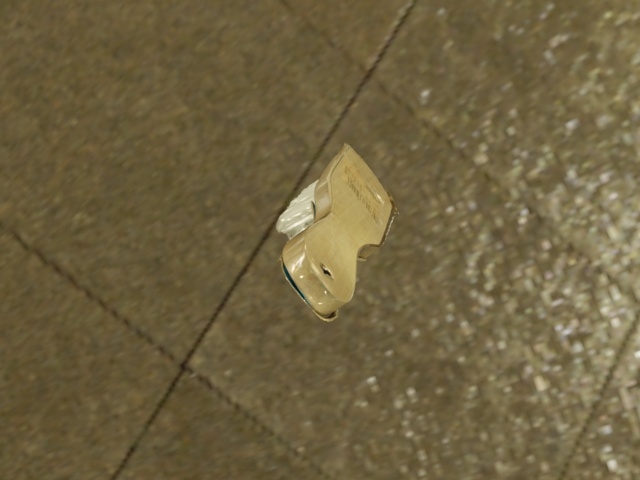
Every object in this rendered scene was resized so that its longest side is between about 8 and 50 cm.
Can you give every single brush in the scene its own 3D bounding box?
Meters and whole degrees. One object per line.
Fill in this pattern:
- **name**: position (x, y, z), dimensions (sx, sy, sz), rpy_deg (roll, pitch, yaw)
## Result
- **brush**: position (0.000, 0.000, 1.188), dimensions (0.070, 0.065, 0.327), rpy_deg (56, 12, -7)
